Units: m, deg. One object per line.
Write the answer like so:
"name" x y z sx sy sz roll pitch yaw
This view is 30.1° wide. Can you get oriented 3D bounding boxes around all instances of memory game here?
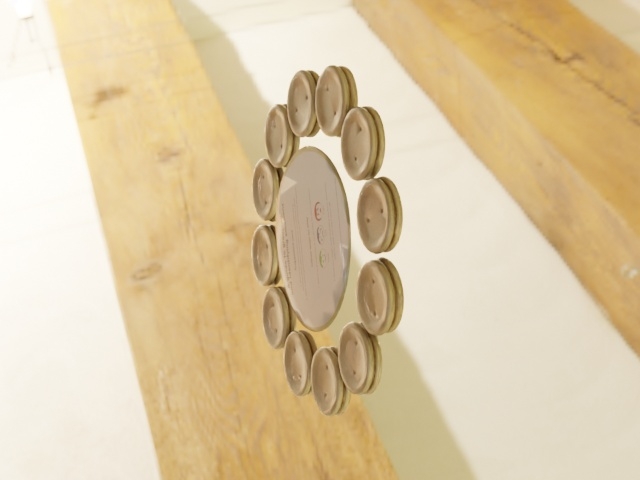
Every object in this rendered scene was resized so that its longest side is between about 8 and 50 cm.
"memory game" 0.000 0.000 0.630 0.012 0.186 0.186 -3 -148 -24
